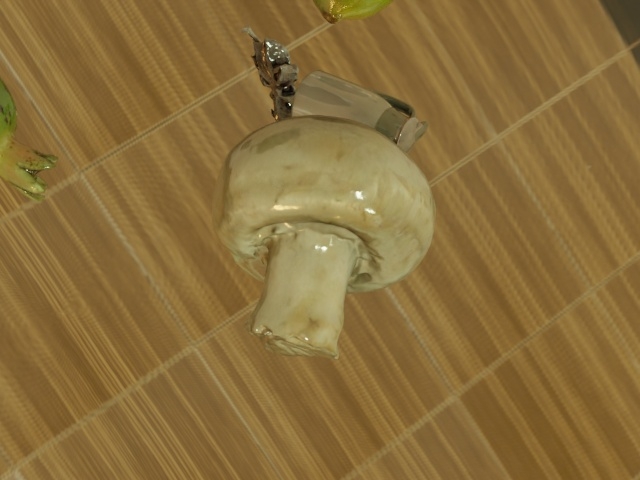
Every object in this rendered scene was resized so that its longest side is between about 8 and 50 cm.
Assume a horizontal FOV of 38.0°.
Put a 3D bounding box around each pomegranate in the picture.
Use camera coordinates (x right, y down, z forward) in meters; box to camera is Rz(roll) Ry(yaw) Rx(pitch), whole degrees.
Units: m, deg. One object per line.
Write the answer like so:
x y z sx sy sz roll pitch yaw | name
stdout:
-0.597 -0.195 1.610 0.285 0.231 0.231 7 84 -16 | pomegranate

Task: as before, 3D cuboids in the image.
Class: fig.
0.054 -0.408 1.457 0.152 0.136 0.121 -17 93 -16 | fig

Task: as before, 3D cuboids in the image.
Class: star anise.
-0.088 -0.344 1.975 0.081 0.230 0.263 -20 80 -5 | star anise

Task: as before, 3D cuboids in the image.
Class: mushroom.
0.000 0.000 1.166 0.297 0.297 0.290 13 64 -14 | mushroom

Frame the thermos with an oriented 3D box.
0.070 -0.195 1.448 0.193 0.105 0.137 23 40 26 | thermos
